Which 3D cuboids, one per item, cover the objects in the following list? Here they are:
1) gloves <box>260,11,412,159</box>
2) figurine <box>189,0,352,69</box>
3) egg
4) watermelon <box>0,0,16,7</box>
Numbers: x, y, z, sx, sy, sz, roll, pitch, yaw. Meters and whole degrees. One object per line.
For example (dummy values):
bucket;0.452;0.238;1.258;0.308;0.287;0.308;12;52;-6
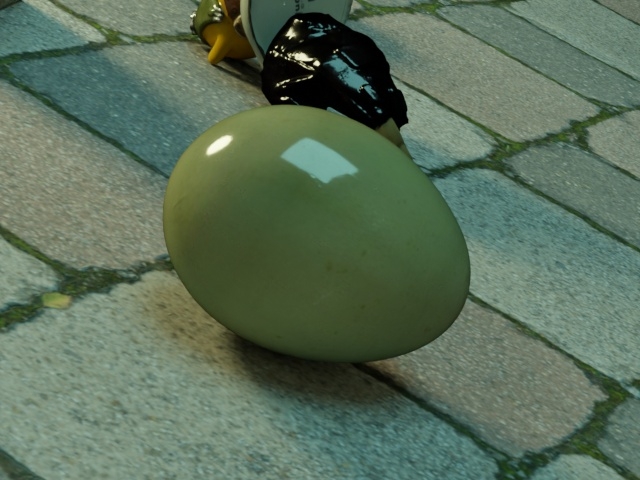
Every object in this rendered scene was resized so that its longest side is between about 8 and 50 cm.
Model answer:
gloves;0.031;-0.148;1.881;0.203;0.124;0.164;35;47;29
figurine;-0.066;-0.290;1.990;0.141;0.250;0.166;17;15;40
egg;0.000;0.000;1.379;0.253;0.188;0.188;28;19;-18
watermelon;-0.397;-0.297;1.789;0.320;0.214;0.289;-8;-29;21
